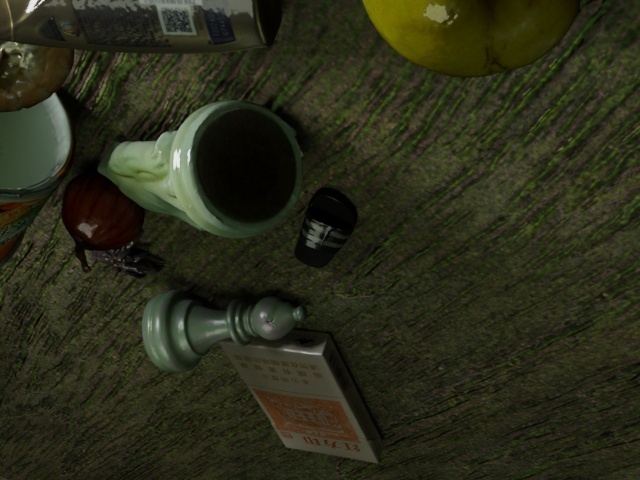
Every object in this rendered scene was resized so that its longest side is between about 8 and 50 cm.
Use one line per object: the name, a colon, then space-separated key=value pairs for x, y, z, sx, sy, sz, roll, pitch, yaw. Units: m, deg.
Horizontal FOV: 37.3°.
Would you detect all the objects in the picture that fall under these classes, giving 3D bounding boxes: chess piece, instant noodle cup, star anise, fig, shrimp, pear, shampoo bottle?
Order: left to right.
instant noodle cup: x=-0.478 y=-0.117 z=1.266 sx=0.296 sy=0.296 sz=0.214 roll=38 pitch=133 yaw=-21
shrimp: x=-0.410 y=-0.277 z=1.117 sx=0.058 sy=0.169 sz=0.296 roll=41 pitch=163 yaw=48
fig: x=-0.325 y=-0.028 z=1.414 sx=0.128 sy=0.150 sz=0.128 roll=3 pitch=179 yaw=0
shampoo bottle: x=-0.222 y=-0.263 z=1.027 sx=0.350 sy=0.084 sz=0.125 roll=2 pitch=136 yaw=14
star anise: x=-0.327 y=0.023 z=1.554 sx=0.141 sy=0.042 sz=0.141 roll=16 pitch=144 yaw=12
chess piece: x=-0.168 y=-0.080 z=1.254 sx=0.176 sy=0.176 sz=0.298 roll=43 pitch=154 yaw=-26
chess piece: x=-0.146 y=0.135 z=1.551 sx=0.272 sy=0.139 sz=0.139 roll=-11 pitch=135 yaw=22
pear: x=0.124 y=-0.239 z=0.822 sx=0.200 sy=0.200 sz=0.200 roll=15 pitch=145 yaw=11

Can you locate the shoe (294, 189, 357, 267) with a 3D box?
shoe: x=0.000 y=0.000 z=1.328 sx=0.071 sy=0.049 sz=0.179 roll=23 pitch=146 yaw=-2

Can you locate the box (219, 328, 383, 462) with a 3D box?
box: x=-0.027 y=0.282 z=1.720 sx=0.205 sy=0.051 sz=0.365 roll=3 pitch=141 yaw=26
